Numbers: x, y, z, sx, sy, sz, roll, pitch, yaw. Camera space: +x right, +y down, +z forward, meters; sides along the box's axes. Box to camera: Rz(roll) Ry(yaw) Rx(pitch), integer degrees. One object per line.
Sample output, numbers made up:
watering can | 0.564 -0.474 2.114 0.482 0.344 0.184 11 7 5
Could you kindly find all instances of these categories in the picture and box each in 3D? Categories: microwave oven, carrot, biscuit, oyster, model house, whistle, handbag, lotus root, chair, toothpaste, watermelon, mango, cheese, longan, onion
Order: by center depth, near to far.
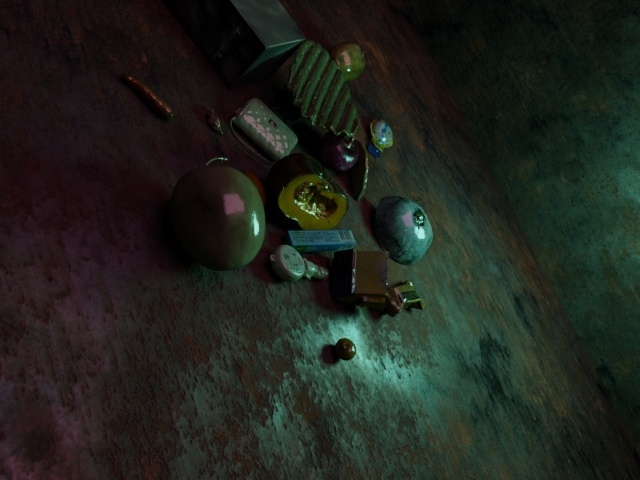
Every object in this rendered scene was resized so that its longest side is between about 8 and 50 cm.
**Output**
carrot | -0.533 -0.448 1.526 0.191 0.047 0.047 44 40 -15
longan | 0.080 0.350 1.594 0.083 0.075 0.075 64 18 -57
mango | -0.235 -0.161 1.607 0.115 0.089 0.165 -7 67 -51
whistle | -0.075 0.087 1.627 0.258 0.067 0.126 19 46 -43
oyster | -0.367 -0.410 1.701 0.080 0.038 0.083 62 1 -34
toothpaste | 0.000 0.000 1.726 0.267 0.050 0.065 -2 59 -34
model house | 0.133 0.144 1.756 0.212 0.170 0.193 4 68 3
handbag | -0.212 -0.385 1.800 0.256 0.079 0.219 42 44 -16
microwave oven | -0.320 -0.851 1.877 0.432 0.236 0.374 53 39 -5
chair | -0.098 -0.539 1.961 0.172 0.159 0.246 47 40 -16
onion | 0.078 -0.374 2.042 0.177 0.154 0.177 -17 112 -48
watermelon | 0.363 -0.035 2.085 0.322 0.175 0.188 45 39 -13
biscuit | 0.161 -0.323 2.103 0.038 0.141 0.289 5 62 -25
lotus root | 0.105 -0.862 2.394 0.182 0.183 0.310 55 41 -2
cheese | 0.293 -0.502 2.426 0.157 0.064 0.250 38 54 -21

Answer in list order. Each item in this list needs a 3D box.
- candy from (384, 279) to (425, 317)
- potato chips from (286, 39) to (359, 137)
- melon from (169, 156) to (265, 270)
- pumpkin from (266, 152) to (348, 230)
candy | 0.324 0.225 1.930 0.271 0.101 0.143 -3 61 -54
potato chips | 0.021 -0.592 1.944 0.358 0.070 0.429 38 45 -26
melon | -0.279 -0.069 1.365 0.308 0.272 0.272 50 38 5
pumpkin | -0.074 -0.167 1.710 0.325 0.242 0.232 39 10 -49
